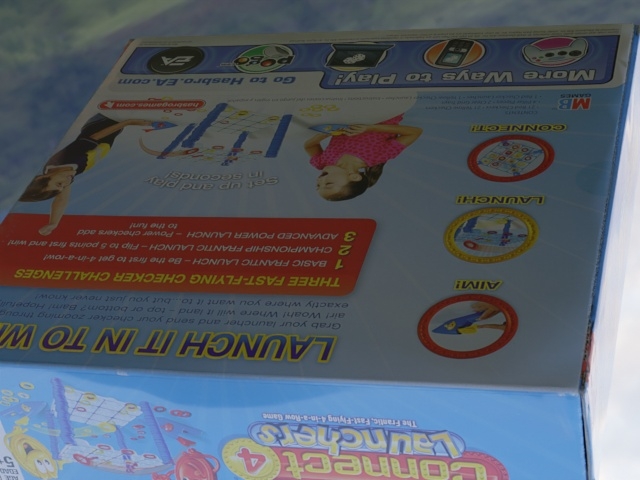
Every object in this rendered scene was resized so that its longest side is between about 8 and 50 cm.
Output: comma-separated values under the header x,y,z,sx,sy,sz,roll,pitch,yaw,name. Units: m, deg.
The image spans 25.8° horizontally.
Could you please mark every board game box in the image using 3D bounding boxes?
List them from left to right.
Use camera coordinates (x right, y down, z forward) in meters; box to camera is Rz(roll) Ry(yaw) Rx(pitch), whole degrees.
x,y,z,sx,sy,sz,roll,pitch,yaw,name
0.000,0.000,0.715,0.308,0.086,0.302,1,-143,17,board game box
